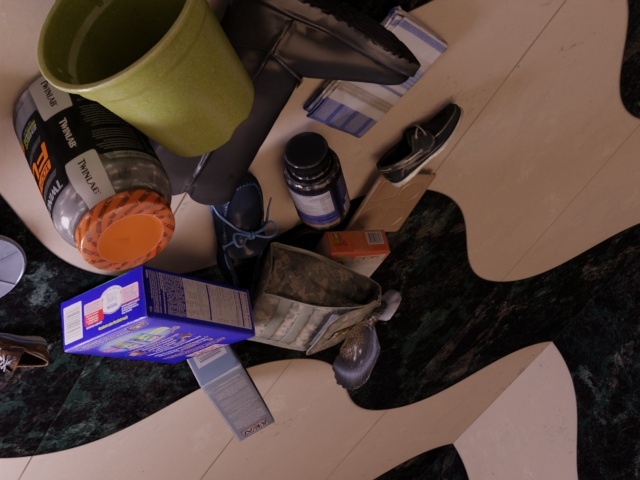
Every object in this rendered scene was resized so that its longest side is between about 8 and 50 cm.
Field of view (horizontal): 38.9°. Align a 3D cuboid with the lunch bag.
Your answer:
[{"bbox_3d":[-0.022,0.152,2.114,0.286,0.169,0.235,15,147,-13],"label":"lunch bag"}]

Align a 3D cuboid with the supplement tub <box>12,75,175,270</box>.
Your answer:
[{"bbox_3d":[-0.360,-0.116,1.458,0.193,0.316,0.194,-22,146,-16],"label":"supplement tub"}]

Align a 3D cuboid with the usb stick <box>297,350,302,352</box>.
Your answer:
[{"bbox_3d":[-0.097,0.237,2.406,0.077,0.045,0.278,-38,147,9],"label":"usb stick"}]

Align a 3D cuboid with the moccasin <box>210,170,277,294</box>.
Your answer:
[{"bbox_3d":[-0.155,-0.011,1.959,0.137,0.117,0.342,-22,147,-16],"label":"moccasin"}]

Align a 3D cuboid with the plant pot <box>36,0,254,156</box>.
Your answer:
[{"bbox_3d":[-0.238,-0.266,1.374,0.276,0.276,0.254,-36,141,5],"label":"plant pot"}]

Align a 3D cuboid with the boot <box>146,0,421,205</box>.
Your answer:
[{"bbox_3d":[-0.085,-0.232,1.642,0.366,0.146,0.445,23,118,-23],"label":"boot"}]

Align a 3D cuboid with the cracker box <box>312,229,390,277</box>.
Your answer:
[{"bbox_3d":[0.051,0.057,2.204,0.155,0.067,0.232,-2,152,-24],"label":"cracker box"}]

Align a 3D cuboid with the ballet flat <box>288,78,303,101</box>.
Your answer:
[{"bbox_3d":[-0.093,-0.264,1.736,0.057,0.052,0.168,7,131,-48],"label":"ballet flat"}]

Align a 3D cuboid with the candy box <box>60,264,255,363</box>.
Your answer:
[{"bbox_3d":[-0.345,0.169,1.948,0.268,0.122,0.317,-22,155,33],"label":"candy box"}]

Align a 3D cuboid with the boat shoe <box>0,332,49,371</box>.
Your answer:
[{"bbox_3d":[-0.653,0.237,1.906,0.183,0.066,0.066,2,134,-42],"label":"boat shoe"}]

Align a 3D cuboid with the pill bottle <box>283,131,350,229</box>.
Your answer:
[{"bbox_3d":[-0.010,-0.127,1.925,0.122,0.123,0.219,-29,147,-7],"label":"pill bottle"}]

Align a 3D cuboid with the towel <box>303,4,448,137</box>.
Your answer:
[{"bbox_3d":[0.114,-0.334,1.843,0.285,0.034,0.209,-45,148,22],"label":"towel"}]

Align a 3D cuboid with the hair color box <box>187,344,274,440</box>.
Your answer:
[{"bbox_3d":[-0.240,0.347,2.297,0.113,0.185,0.374,-29,148,-8],"label":"hair color box"}]

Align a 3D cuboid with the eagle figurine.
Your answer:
[{"bbox_3d":[0.097,0.230,2.444,0.226,0.225,0.298,-34,138,-17],"label":"eagle figurine"}]

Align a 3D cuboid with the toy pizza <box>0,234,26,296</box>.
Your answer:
[{"bbox_3d":[-0.654,0.054,1.695,0.201,0.032,0.201,-23,145,-17],"label":"toy pizza"}]

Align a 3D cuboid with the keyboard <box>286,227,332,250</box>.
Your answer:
[{"bbox_3d":[0.000,0.000,2.177,0.180,0.023,0.108,10,152,-41],"label":"keyboard"}]

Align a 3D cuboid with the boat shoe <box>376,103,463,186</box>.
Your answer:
[{"bbox_3d":[0.226,-0.225,2.043,0.233,0.084,0.079,-44,122,8],"label":"boat shoe"}]

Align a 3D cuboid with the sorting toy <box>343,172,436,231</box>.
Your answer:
[{"bbox_3d":[0.165,-0.096,2.205,0.208,0.038,0.193,-6,139,-43],"label":"sorting toy"}]
